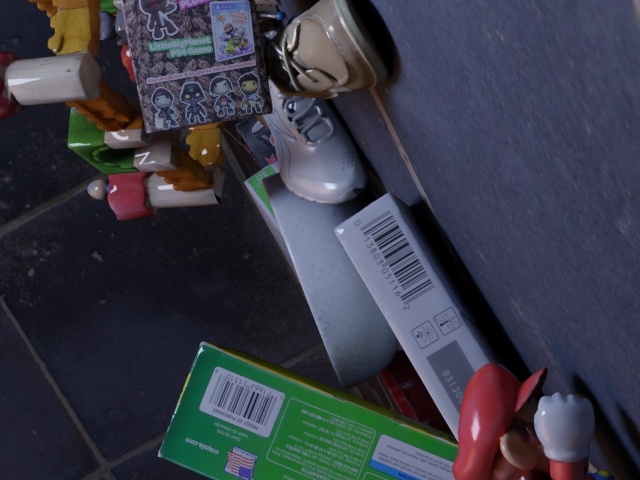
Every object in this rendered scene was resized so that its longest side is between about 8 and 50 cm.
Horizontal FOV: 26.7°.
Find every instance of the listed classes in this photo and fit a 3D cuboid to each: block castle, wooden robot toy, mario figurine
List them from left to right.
[{"bbox_3d":[-0.290,-0.230,1.736,0.453,0.213,0.303,41,-131,-64],"label":"block castle"},{"bbox_3d":[-0.105,-0.318,1.878,0.076,0.079,0.173,61,174,-4],"label":"wooden robot toy"},{"bbox_3d":[0.270,0.235,1.301,0.320,0.170,0.198,48,134,18],"label":"mario figurine"}]

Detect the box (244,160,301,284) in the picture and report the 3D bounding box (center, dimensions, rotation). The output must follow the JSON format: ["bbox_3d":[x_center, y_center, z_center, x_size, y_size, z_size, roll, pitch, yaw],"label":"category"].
[{"bbox_3d":[0.000,0.000,2.321,0.231,0.127,0.262,62,176,-29],"label":"box"}]

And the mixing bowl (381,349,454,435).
[{"bbox_3d":[0.170,0.234,2.082,0.181,0.098,0.181,59,174,9],"label":"mixing bowl"}]

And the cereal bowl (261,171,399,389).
[{"bbox_3d":[0.035,0.041,1.990,0.339,0.141,0.339,159,90,-90],"label":"cereal bowl"}]

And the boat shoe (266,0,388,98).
[{"bbox_3d":[-0.003,-0.198,1.453,0.109,0.098,0.302,62,175,-8],"label":"boat shoe"}]

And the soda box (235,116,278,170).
[{"bbox_3d":[-0.107,-0.176,2.711,0.169,0.060,0.053,57,174,29],"label":"soda box"}]

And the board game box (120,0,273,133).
[{"bbox_3d":[-0.148,-0.292,1.503,0.232,0.141,0.291,-104,5,-73],"label":"board game box"}]

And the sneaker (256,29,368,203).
[{"bbox_3d":[-0.031,-0.169,1.860,0.297,0.111,0.129,56,167,34],"label":"sneaker"}]

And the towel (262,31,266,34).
[{"bbox_3d":[-0.142,-0.342,2.170,0.187,0.049,0.282,63,170,-28],"label":"towel"}]

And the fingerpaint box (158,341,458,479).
[{"bbox_3d":[0.046,0.295,1.783,0.445,0.163,0.371,21,176,7],"label":"fingerpaint box"}]

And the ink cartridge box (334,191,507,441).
[{"bbox_3d":[0.170,0.109,1.727,0.308,0.091,0.385,59,-169,12],"label":"ink cartridge box"}]
